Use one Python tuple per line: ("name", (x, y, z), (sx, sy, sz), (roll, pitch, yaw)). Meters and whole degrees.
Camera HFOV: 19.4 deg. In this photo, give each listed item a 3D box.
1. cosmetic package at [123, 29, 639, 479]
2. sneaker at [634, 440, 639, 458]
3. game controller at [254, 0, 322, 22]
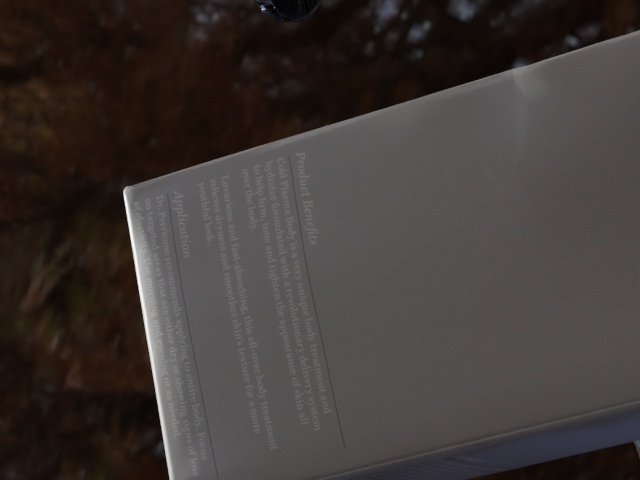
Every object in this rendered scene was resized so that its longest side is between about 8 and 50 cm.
("cosmetic package", (0.061, 0.015, 0.654), (0.107, 0.238, 0.127), (24, -125, -67))
("sneaker", (0.237, 0.004, 0.992), (0.178, 0.124, 0.295), (-9, -138, 10))
("game controller", (0.009, -0.284, 1.206), (0.067, 0.166, 0.319), (10, -136, 16))
